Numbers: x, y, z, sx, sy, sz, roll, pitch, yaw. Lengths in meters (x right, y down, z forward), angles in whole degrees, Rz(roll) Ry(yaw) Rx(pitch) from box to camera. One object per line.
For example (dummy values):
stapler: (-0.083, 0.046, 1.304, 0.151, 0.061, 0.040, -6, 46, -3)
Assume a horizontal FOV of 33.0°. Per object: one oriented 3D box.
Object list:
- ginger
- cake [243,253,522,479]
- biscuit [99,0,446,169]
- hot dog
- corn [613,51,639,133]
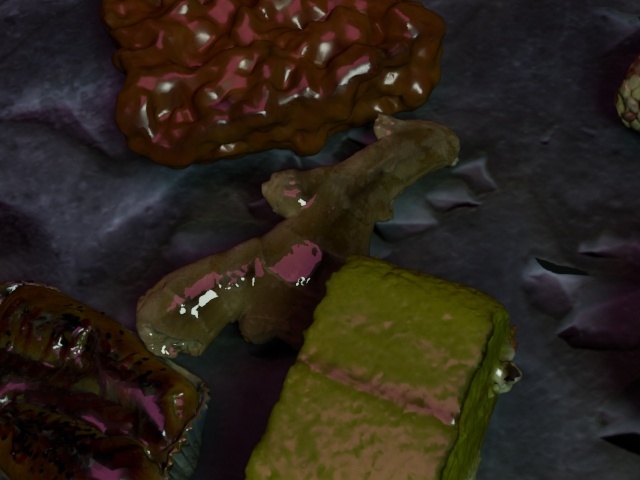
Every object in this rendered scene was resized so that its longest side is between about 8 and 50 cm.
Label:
ginger: (0.000, 0.000, 0.918, 0.148, 0.081, 0.334, 40, 71, 13)
cake: (0.043, 0.152, 0.761, 0.156, 0.179, 0.261, 16, 65, 22)
biscuit: (-0.055, -0.220, 1.067, 0.318, 0.110, 0.312, -17, 54, 0)
hot dog: (-0.211, 0.128, 0.888, 0.270, 0.082, 0.163, 28, 65, 27)
corn: (0.388, -0.088, 0.900, 0.289, 0.098, 0.098, 28, 67, 22)
